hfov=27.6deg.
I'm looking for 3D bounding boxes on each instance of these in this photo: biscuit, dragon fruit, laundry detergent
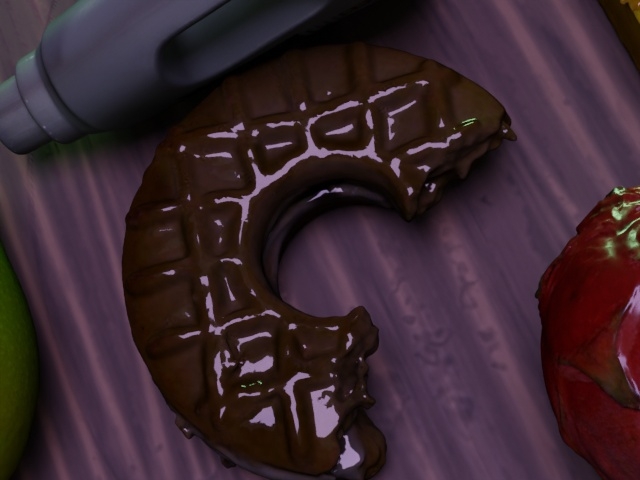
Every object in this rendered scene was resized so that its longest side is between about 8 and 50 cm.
[{"bbox_3d":[-0.020,0.002,1.044,0.268,0.115,0.366,22,74,18],"label":"biscuit"},{"bbox_3d":[0.265,0.076,0.900,0.241,0.241,0.252,-14,103,5],"label":"dragon fruit"},{"bbox_3d":[-0.108,-0.187,1.075,0.398,0.264,0.125,-26,95,13],"label":"laundry detergent"}]

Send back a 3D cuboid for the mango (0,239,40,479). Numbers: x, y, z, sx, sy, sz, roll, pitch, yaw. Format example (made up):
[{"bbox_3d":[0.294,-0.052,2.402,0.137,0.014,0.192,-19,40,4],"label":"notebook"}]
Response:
[{"bbox_3d":[-0.321,0.077,1.048,0.192,0.156,0.343,-8,67,7],"label":"mango"}]

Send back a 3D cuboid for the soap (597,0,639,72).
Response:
[{"bbox_3d":[0.393,-0.234,1.062,0.324,0.096,0.204,-23,66,2],"label":"soap"}]
